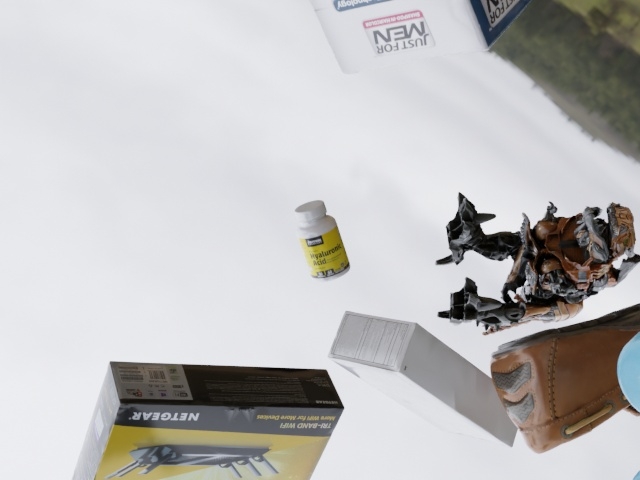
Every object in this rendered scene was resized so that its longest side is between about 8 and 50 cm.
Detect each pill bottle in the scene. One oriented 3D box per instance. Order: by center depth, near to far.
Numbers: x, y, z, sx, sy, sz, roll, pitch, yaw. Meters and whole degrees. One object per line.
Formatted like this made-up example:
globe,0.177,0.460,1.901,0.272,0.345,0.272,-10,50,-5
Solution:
pill bottle,0.000,0.000,1.674,0.065,0.065,0.116,-86,-22,-70

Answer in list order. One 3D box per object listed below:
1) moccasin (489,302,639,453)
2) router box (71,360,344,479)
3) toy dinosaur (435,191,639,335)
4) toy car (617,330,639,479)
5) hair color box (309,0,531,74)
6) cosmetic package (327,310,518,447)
moccasin,0.357,0.141,1.187,0.380,0.139,0.147,-10,-101,-38
router box,-0.154,0.277,1.448,0.309,0.243,0.081,5,-145,-26
toy dinosaur,0.266,0.053,1.362,0.218,0.322,0.164,7,-140,-12
toy car,0.383,0.124,0.827,0.238,0.210,0.219,5,-160,40
hair color box,0.041,-0.332,0.980,0.105,0.174,0.347,-48,-58,-38
cosmetic package,0.120,0.151,1.184,0.099,0.060,0.239,9,160,43
